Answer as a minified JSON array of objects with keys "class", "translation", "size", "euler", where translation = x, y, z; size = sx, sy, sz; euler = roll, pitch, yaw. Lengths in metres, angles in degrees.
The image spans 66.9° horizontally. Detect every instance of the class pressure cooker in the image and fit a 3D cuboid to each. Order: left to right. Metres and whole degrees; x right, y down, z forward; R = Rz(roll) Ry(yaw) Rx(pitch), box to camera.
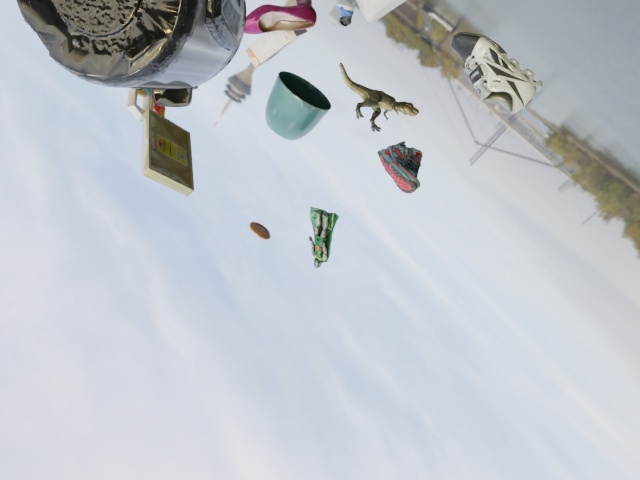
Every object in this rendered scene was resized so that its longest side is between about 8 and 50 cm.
[{"class":"pressure cooker","translation":[-0.360,-0.516,1.032],"size":[0.375,0.370,0.420],"euler":[46,-162,-4]}]

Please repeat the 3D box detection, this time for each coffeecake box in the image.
[{"class":"coffeecake box","translation":[-0.152,-0.689,1.674],"size":[0.068,0.185,0.142],"euler":[55,-152,-17]}]

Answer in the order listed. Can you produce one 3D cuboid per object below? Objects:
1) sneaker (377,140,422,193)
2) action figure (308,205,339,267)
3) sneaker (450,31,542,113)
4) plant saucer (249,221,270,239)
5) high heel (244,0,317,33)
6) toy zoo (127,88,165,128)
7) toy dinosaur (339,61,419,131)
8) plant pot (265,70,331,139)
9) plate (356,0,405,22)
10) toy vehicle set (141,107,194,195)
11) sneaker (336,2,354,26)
[{"class":"sneaker","translation":[0.273,-0.252,1.551],"size":[0.104,0.125,0.262],"euler":[56,-172,-37]},{"class":"action figure","translation":[0.000,0.000,1.835],"size":[0.137,0.232,0.063],"euler":[24,-149,38]},{"class":"sneaker","translation":[0.538,-0.538,1.564],"size":[0.330,0.146,0.122],"euler":[39,177,9]},{"class":"plant saucer","translation":[-0.202,-0.035,1.629],"size":[0.083,0.013,0.083],"euler":[34,-160,-14]},{"class":"high heel","translation":[-0.130,-0.665,1.487],"size":[0.082,0.243,0.117],"euler":[70,-170,-57]},{"class":"toy zoo","translation":[-0.593,-0.501,1.667],"size":[0.192,0.030,0.294],"euler":[51,-145,-72]},{"class":"toy dinosaur","translation":[0.148,-0.384,1.366],"size":[0.268,0.118,0.064],"euler":[22,170,-21]},{"class":"plant pot","translation":[-0.133,-0.633,2.348],"size":[0.293,0.235,0.293],"euler":[27,-148,-19]},{"class":"plate","translation":[0.162,-0.690,1.086],"size":[0.277,0.278,0.045],"euler":[59,-159,-16]},{"class":"toy vehicle set","translation":[-0.482,-0.280,1.531],"size":[0.166,0.035,0.267],"euler":[29,-142,-45]},{"class":"sneaker","translation":[0.099,-0.980,2.105],"size":[0.058,0.085,0.152],"euler":[1,-152,-24]}]
